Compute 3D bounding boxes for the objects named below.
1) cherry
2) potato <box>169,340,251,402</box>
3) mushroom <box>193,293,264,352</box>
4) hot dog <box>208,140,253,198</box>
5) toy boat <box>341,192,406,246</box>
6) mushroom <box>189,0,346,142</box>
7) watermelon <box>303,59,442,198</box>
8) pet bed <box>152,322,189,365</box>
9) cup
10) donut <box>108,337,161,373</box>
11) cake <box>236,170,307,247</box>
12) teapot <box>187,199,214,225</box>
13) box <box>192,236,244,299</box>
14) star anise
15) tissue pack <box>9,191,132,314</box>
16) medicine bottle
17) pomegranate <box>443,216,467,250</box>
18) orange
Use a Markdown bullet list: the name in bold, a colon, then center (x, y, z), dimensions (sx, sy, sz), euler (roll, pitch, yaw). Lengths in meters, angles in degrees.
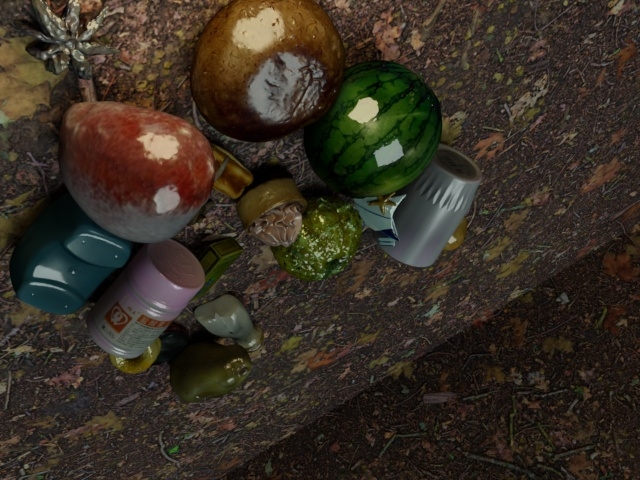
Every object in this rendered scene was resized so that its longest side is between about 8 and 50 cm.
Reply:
- **cherry**: center (-0.395, -0.147, 1.381), dimensions (0.334, 0.291, 0.326), euler (14, 157, -1)
- **potato**: center (-0.382, 0.454, 2.220), dimensions (0.351, 0.203, 0.218), euler (-13, -179, 40)
- **mushroom**: center (-0.307, 0.298, 2.230), dimensions (0.159, 0.122, 0.329), euler (1, 152, 17)
- **hot dog**: center (-0.263, -0.187, 1.630), dimensions (0.100, 0.068, 0.249), euler (-49, 148, 3)
- **toy boat**: center (0.184, -0.110, 1.987), dimensions (0.220, 0.067, 0.291), euler (-10, 119, 18)
- **mushroom**: center (-0.107, -0.374, 1.379), dimensions (0.345, 0.239, 0.345), euler (-29, 132, -37)
- **watermelon**: center (0.132, -0.279, 1.592), dimensions (0.363, 0.363, 0.363), euler (-22, 147, -15)
- **pet bed**: center (-0.541, 0.353, 2.143), dimensions (0.201, 0.053, 0.201), euler (-22, 148, -15)
- **cup**: center (0.349, -0.111, 2.072), dimensions (0.253, 0.253, 0.372), euler (-3, 137, -37)
- **donut**: center (-0.598, 0.352, 2.026), dimensions (0.162, 0.065, 0.178), euler (26, 117, -16)
- **cake**: center (-0.116, -0.071, 1.764), dimensions (0.207, 0.178, 0.185), euler (-36, 166, -8)
- **teapot**: center (-0.330, -0.079, 1.717), dimensions (0.110, 0.085, 0.080), euler (-20, 153, -55)
- **box**: center (-0.342, 0.093, 1.901), dimensions (0.220, 0.064, 0.141), euler (-48, 172, 22)
- **star anise**: center (-0.471, -0.383, 1.194), dimensions (0.180, 0.061, 0.205), euler (-16, 144, -23)
- **tissue pack**: center (-0.598, 0.017, 1.514), dimensions (0.287, 0.206, 0.198), euler (-44, 137, 16)
- **medicine bottle**: center (-0.494, 0.164, 1.787), dimensions (0.316, 0.202, 0.202), euler (-46, 145, 22)
- **pomegranate**: center (0.436, -0.059, 2.294), dimensions (0.196, 0.196, 0.196), euler (-22, 147, -15)
- **orange**: center (0.000, 0.000, 1.964), dimensions (0.301, 0.223, 0.300), euler (-31, 153, -2)
